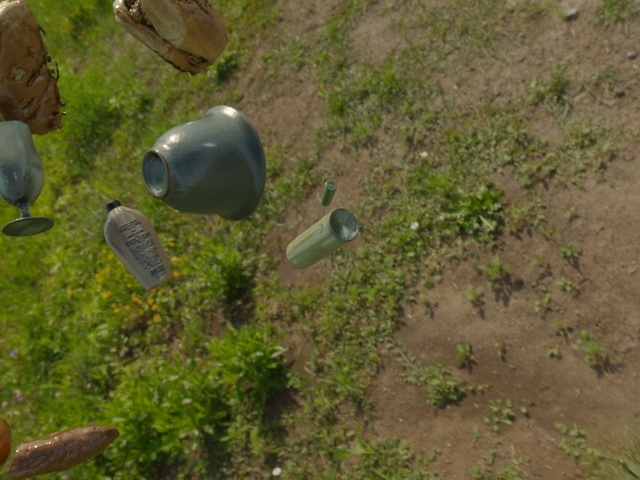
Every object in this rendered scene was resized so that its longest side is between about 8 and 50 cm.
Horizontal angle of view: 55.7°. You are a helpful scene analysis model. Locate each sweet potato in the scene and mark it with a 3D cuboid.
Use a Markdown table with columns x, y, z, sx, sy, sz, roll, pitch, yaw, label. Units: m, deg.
| x | y | z | sx | sy | sz | roll | pitch | yaw | label |
| --- | --- | --- | --- | --- | --- | --- | --- | --- | --- |
| -0.600 | 0.485 | 1.413 | 0.251 | 0.097 | 0.097 | -16 | 39 | -21 | sweet potato |

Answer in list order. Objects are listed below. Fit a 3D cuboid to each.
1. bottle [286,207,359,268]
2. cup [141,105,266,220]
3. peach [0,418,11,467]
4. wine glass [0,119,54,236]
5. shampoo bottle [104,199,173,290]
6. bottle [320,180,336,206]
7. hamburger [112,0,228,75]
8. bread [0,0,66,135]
| x | y | z | sx | sy | sz | roll | pitch | yaw | label |
| --- | --- | --- | --- | --- | --- | --- | --- | --- | --- |
| 0.000 | 0.000 | 1.269 | 0.201 | 0.072 | 0.072 | -35 | 39 | 55 | bottle |
| -0.209 | -0.118 | 0.998 | 0.199 | 0.149 | 0.199 | 14 | 111 | 41 | cup |
| -0.779 | 0.466 | 1.390 | 0.138 | 0.138 | 0.138 | -22 | 51 | 29 | peach |
| -0.555 | -0.116 | 1.112 | 0.092 | 0.093 | 0.203 | -24 | 75 | 28 | wine glass |
| -0.488 | 0.006 | 1.599 | 0.127 | 0.257 | 0.078 | -29 | -4 | -28 | shampoo bottle |
| 0.019 | -0.117 | 1.534 | 0.083 | 0.030 | 0.030 | 111 | 167 | -60 | bottle |
| -0.395 | -0.593 | 1.657 | 0.174 | 0.284 | 0.305 | -38 | 20 | 27 | hamburger |
| -0.621 | -0.333 | 1.199 | 0.160 | 0.261 | 0.147 | 19 | 38 | 30 | bread |
